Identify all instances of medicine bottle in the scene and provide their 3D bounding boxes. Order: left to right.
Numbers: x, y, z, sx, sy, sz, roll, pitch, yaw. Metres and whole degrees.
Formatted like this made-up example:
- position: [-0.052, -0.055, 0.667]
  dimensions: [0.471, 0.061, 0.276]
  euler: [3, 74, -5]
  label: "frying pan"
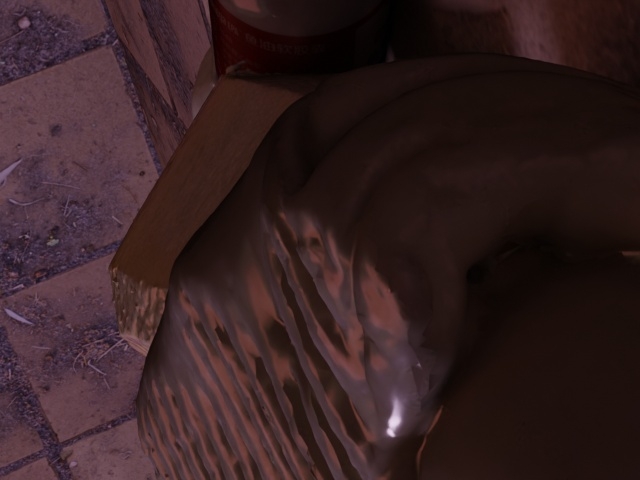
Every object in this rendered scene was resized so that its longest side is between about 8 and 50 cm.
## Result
- position: [-0.014, -0.164, 0.818]
  dimensions: [0.250, 0.131, 0.131]
  euler: [93, 152, -63]
  label: "medicine bottle"

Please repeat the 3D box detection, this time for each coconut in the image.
- position: [0.000, 0.000, 0.749]
  dimensions: [0.239, 0.244, 0.239]
  euler: [27, 167, 7]
  label: "coconut"

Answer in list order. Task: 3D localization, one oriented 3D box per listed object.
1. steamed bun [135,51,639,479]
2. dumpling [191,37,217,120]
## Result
- position: [0.097, 0.093, 0.504]
  dimensions: [0.343, 0.255, 0.367]
  euler: [62, 149, 7]
  label: "steamed bun"
- position: [-0.050, -0.146, 1.097]
  dimensions: [0.252, 0.131, 0.179]
  euler: [43, -142, -66]
  label: "dumpling"
